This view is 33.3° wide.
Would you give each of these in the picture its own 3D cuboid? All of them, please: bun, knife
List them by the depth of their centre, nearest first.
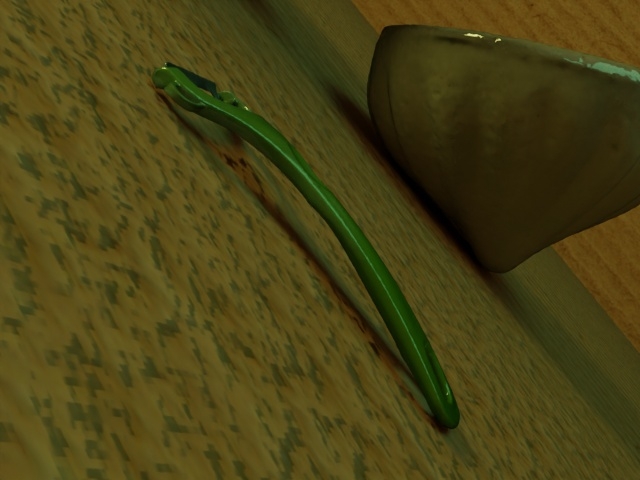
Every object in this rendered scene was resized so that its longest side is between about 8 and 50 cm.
[{"bbox_3d":[0.002,-0.002,0.392,0.166,0.022,0.078,51,16,11],"label":"knife"},{"bbox_3d":[0.152,-0.062,0.844,0.263,0.175,0.263,12,5,-1],"label":"bun"}]
